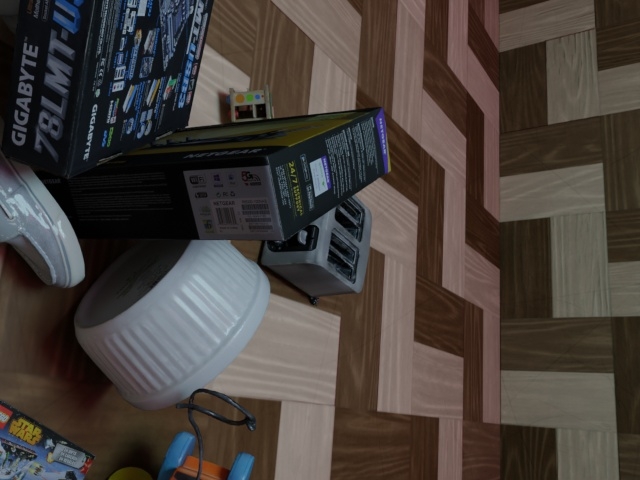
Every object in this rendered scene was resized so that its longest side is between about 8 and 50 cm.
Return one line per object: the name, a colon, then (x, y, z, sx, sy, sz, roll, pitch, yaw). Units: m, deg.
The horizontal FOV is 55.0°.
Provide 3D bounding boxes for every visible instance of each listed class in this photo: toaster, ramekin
toaster: (0.000, 0.000, 1.032, 0.186, 0.110, 0.168, 40, 54, -48)
ramekin: (-0.169, 0.069, 0.678, 0.109, 0.207, 0.207, 53, 43, -26)

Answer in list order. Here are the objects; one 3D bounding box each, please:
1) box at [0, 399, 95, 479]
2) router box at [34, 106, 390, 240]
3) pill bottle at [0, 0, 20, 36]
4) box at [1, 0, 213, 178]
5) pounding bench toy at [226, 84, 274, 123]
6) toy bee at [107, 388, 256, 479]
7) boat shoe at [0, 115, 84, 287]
box: (-0.298, 0.228, 0.605, 0.137, 0.027, 0.094, 54, 44, -39)
router box: (-0.111, -0.076, 0.683, 0.243, 0.309, 0.081, -36, 121, -55)
pill bottle: (-0.290, -0.282, 0.557, 0.229, 0.131, 0.131, 69, 28, -63)
box: (-0.183, -0.237, 0.613, 0.293, 0.073, 0.295, -69, 177, -68)
pounding bench toy: (-0.107, -0.201, 0.948, 0.083, 0.065, 0.052, 57, 29, -87)
toy bee: (-0.152, 0.289, 0.666, 0.298, 0.195, 0.162, 71, 32, -48)
boat shoe: (-0.315, -0.039, 0.587, 0.081, 0.079, 0.227, -43, 117, -41)
